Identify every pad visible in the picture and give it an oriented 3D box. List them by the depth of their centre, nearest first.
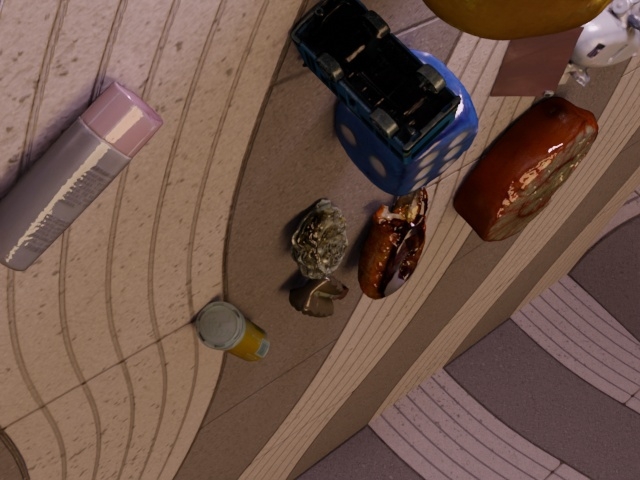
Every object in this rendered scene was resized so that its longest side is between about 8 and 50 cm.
[{"bbox_3d":[0.350,-0.287,1.713,0.113,0.006,0.188,-1,153,-5],"label":"pad"}]

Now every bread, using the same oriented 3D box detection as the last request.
[{"bbox_3d":[0.126,0.001,1.874,0.139,0.095,0.269,-36,147,-29],"label":"bread"},{"bbox_3d":[0.414,-0.139,2.127,0.295,0.114,0.327,-14,147,-55],"label":"bread"}]

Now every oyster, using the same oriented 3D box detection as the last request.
[{"bbox_3d":[0.000,0.000,1.636,0.125,0.064,0.177,-55,155,-15],"label":"oyster"}]

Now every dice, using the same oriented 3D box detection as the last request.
[{"bbox_3d":[0.111,-0.154,1.387,0.146,0.146,0.143,-35,163,-14],"label":"dice"}]

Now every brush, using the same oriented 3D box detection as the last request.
[{"bbox_3d":[0.016,0.095,1.878,0.084,0.071,0.301,-49,167,5],"label":"brush"}]

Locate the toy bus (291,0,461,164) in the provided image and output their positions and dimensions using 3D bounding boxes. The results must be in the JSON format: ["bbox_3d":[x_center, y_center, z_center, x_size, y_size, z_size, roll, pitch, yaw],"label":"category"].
[{"bbox_3d":[0.060,-0.179,1.159,0.090,0.184,0.106,-43,170,-2],"label":"toy bus"}]

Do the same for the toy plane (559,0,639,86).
[{"bbox_3d":[0.473,-0.353,1.779,0.245,0.117,0.244,-32,164,-10],"label":"toy plane"}]

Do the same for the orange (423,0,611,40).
[{"bbox_3d":[0.212,-0.330,1.057,0.279,0.235,0.279,-46,169,-12],"label":"orange"}]

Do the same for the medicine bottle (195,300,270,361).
[{"bbox_3d":[-0.133,0.150,1.660,0.074,0.074,0.218,-43,164,-2],"label":"medicine bottle"}]

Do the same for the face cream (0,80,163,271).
[{"bbox_3d":[-0.236,-0.060,0.984,0.198,0.057,0.084,-47,162,3],"label":"face cream"}]
